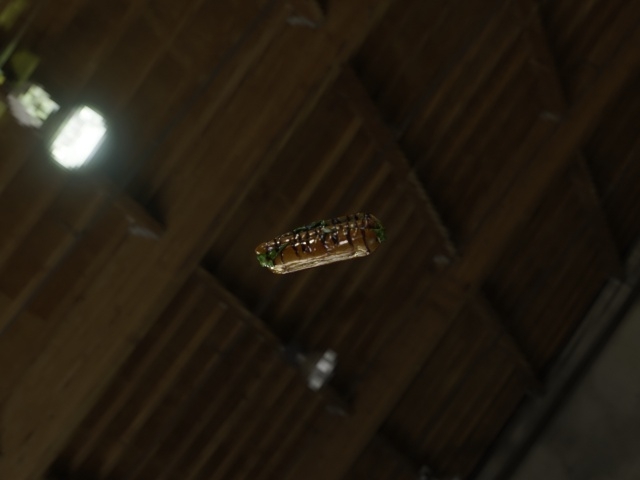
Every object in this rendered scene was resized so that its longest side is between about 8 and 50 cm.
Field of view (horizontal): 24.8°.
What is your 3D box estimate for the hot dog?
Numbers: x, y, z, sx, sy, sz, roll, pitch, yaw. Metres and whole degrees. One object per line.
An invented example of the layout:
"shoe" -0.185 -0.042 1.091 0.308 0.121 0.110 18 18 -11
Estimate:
"hot dog" 0.000 0.000 1.260 0.049 0.122 0.037 -75 -33 -55
